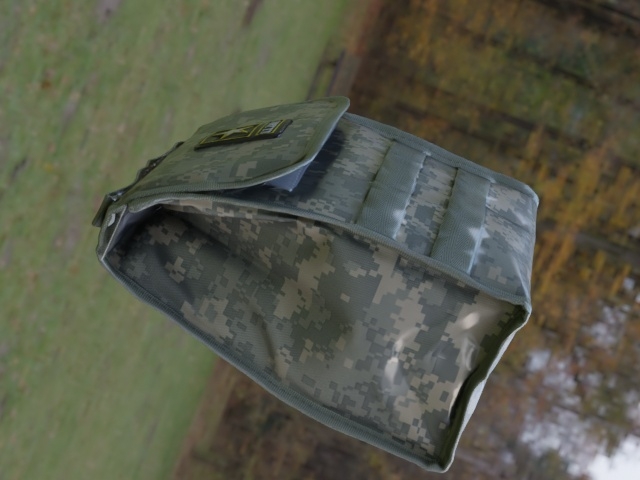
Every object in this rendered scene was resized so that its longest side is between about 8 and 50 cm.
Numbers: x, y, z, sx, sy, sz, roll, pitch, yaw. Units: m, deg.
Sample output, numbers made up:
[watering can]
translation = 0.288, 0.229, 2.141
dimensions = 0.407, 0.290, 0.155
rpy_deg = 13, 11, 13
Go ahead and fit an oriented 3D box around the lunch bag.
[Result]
[lunch bag]
translation = 0.000, 0.000, 1.000
dimensions = 0.235, 0.287, 0.169
rpy_deg = -61, 175, -69
